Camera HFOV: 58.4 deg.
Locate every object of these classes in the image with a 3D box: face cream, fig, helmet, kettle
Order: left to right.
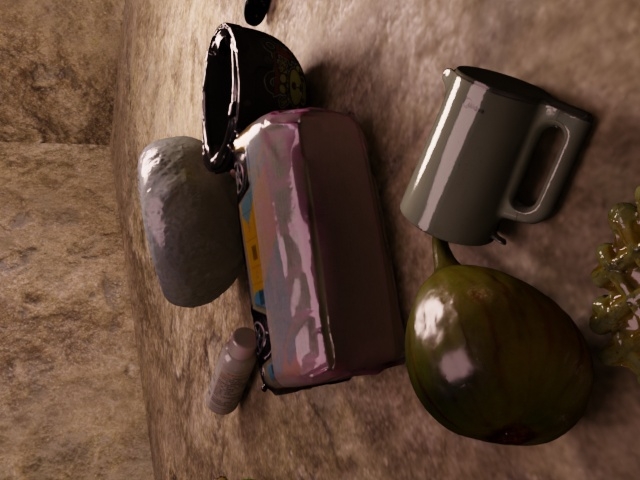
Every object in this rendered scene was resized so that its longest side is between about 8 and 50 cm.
[{"bbox_3d":[-0.192,0.287,1.264,0.082,0.082,0.269,65,145,37],"label":"face cream"},{"bbox_3d":[-0.110,-0.224,0.959,0.279,0.161,0.230,143,123,-66],"label":"helmet"},{"bbox_3d":[0.144,0.052,0.525,0.151,0.152,0.259,119,154,-46],"label":"fig"},{"bbox_3d":[0.149,-0.073,0.529,0.126,0.098,0.148,-120,40,-51],"label":"kettle"}]

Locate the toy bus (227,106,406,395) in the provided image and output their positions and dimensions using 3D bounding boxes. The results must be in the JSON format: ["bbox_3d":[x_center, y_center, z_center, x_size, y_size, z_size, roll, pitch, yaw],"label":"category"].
[{"bbox_3d":[0.000,0.000,0.772,0.162,0.171,0.386,-21,75,48],"label":"toy bus"}]

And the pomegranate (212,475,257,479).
[{"bbox_3d":[-0.145,0.541,1.142,0.169,0.122,0.143,44,127,53],"label":"pomegranate"}]

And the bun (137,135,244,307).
[{"bbox_3d":[-0.258,-0.035,1.192,0.362,0.211,0.361,171,90,-74],"label":"bun"}]

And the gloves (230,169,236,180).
[{"bbox_3d":[-0.150,-0.176,1.118,0.144,0.094,0.110,59,156,10],"label":"gloves"}]

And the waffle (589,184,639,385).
[{"bbox_3d":[0.261,0.044,0.379,0.183,0.036,0.169,21,112,62],"label":"waffle"}]

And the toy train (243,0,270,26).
[{"bbox_3d":[-0.104,-0.508,1.042,0.233,0.052,0.051,113,146,-42],"label":"toy train"}]
